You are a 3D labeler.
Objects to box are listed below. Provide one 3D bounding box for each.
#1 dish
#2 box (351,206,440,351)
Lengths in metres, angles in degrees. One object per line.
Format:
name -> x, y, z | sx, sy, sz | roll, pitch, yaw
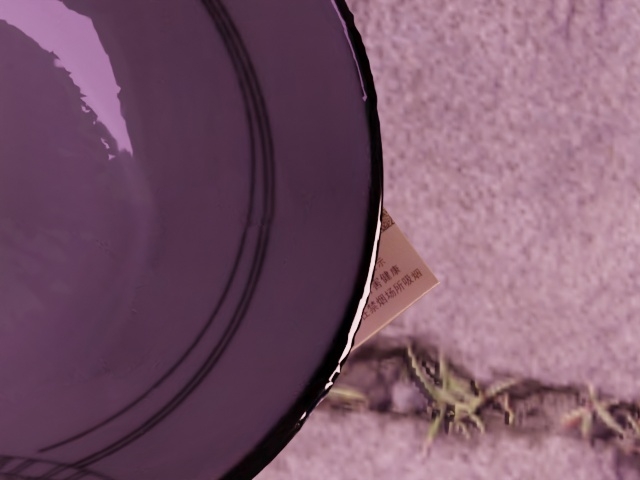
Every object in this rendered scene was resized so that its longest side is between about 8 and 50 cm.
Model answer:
dish -> -0.137, -0.030, 0.670 | 0.316, 0.106, 0.317 | 8, 70, -23
box -> 0.000, 0.000, 0.761 | 0.053, 0.024, 0.083 | -37, 91, -27
